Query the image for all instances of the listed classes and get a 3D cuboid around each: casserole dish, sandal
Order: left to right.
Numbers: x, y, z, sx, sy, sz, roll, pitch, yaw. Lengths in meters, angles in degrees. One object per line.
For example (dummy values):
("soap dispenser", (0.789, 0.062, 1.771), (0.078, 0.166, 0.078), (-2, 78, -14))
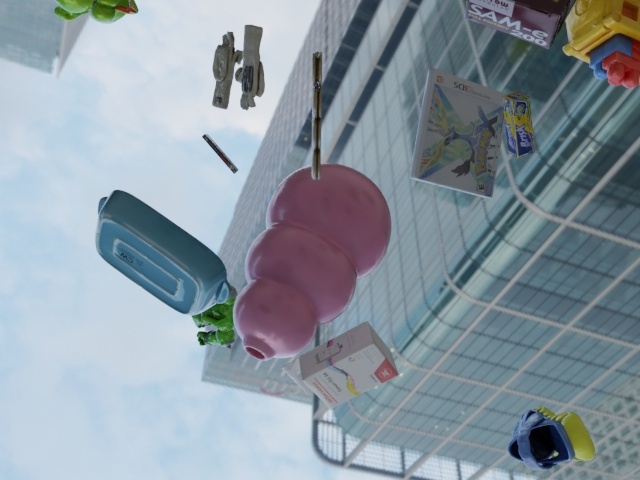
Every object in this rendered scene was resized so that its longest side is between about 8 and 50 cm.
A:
("casserole dish", (-0.190, 0.021, 0.790), (0.188, 0.114, 0.037), (35, -132, 4))
("sandal", (0.469, 0.437, 1.504), (0.138, 0.317, 0.126), (-17, -107, -5))

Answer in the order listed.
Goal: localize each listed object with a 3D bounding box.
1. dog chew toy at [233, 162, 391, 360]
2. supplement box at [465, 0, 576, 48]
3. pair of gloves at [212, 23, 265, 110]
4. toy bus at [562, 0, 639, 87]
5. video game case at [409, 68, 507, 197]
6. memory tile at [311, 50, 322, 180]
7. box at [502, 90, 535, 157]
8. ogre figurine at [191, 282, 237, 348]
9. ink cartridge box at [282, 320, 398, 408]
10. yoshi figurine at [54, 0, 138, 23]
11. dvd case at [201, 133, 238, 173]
("dog chew toy", (-0.023, 0.037, 1.073), (0.206, 0.207, 0.332), (30, -119, 1))
("supplement box", (0.310, -0.393, 0.945), (0.130, 0.073, 0.239), (27, -106, 17))
("pair of gloves", (-0.203, -0.430, 1.730), (0.042, 0.204, 0.240), (-3, -169, -35))
("toy bus", (0.503, -0.329, 1.101), (0.220, 0.149, 0.212), (14, -110, -19))
("video game case", (0.423, -0.315, 2.067), (0.299, 0.036, 0.329), (11, -91, -27))
("memory tile", (-0.005, -0.152, 0.832), (0.012, 0.148, 0.113), (1, -162, -1))
("box", (0.537, -0.314, 1.865), (0.054, 0.169, 0.059), (-20, -151, -7))
("ogre figurine", (-0.221, 0.149, 1.459), (0.118, 0.197, 0.096), (25, -172, 42))
("ink cartridge box", (0.037, 0.255, 1.347), (0.115, 0.198, 0.067), (52, -166, -35))
("yoshi figurine", (-0.590, -0.647, 1.750), (0.203, 0.204, 0.362), (-18, -150, -8))
("dvd case", (-0.247, -0.214, 1.700), (0.119, 0.013, 0.087), (48, -178, -10))
